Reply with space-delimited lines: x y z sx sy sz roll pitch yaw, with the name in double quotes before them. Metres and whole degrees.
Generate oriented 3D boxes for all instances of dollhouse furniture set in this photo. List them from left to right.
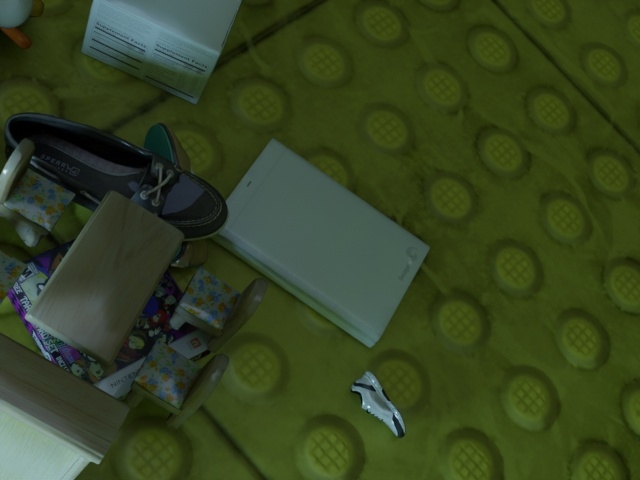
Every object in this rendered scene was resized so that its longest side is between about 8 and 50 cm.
"dollhouse furniture set" -0.279 0.090 1.189 0.362 0.256 0.394 32 51 -10

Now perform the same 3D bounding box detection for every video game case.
"video game case" -0.292 0.101 1.381 0.210 0.042 0.232 -26 77 -32

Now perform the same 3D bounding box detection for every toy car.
"toy car" -0.505 -0.331 1.465 0.182 0.159 0.136 15 97 -16

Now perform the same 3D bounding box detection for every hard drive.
"hard drive" 0.000 0.000 1.553 0.307 0.040 0.203 34 57 -3

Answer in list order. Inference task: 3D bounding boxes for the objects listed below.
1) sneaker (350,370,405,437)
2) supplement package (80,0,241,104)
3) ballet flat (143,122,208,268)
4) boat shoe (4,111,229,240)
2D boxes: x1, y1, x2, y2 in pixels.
"sneaker" 0.085 0.247 1.471 0.044 0.040 0.109 -32 76 -15
"supplement package" -0.231 -0.391 1.590 0.204 0.145 0.262 23 58 -10
"ballet flat" -0.214 -0.063 1.489 0.073 0.080 0.232 14 59 -48
"boat shoe" -0.291 -0.089 1.396 0.335 0.095 0.112 20 68 7
